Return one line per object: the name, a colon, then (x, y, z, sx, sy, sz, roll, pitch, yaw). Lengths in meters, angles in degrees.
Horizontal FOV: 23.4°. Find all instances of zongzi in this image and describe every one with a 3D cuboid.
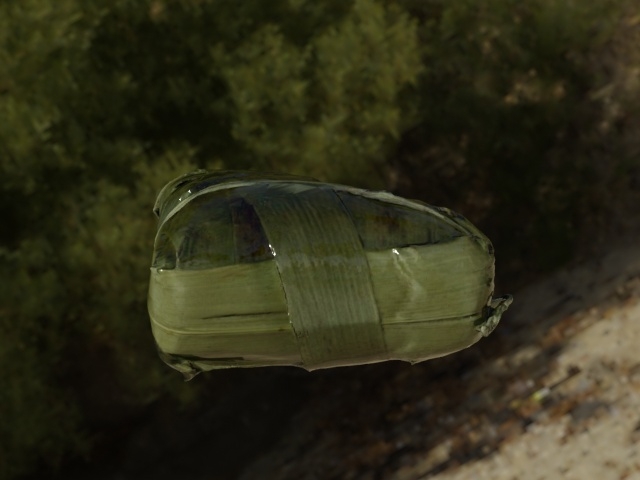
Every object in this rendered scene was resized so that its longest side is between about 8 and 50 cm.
zongzi: (0.000, 0.000, 0.498, 0.109, 0.055, 0.119, 0, 20, -4)
